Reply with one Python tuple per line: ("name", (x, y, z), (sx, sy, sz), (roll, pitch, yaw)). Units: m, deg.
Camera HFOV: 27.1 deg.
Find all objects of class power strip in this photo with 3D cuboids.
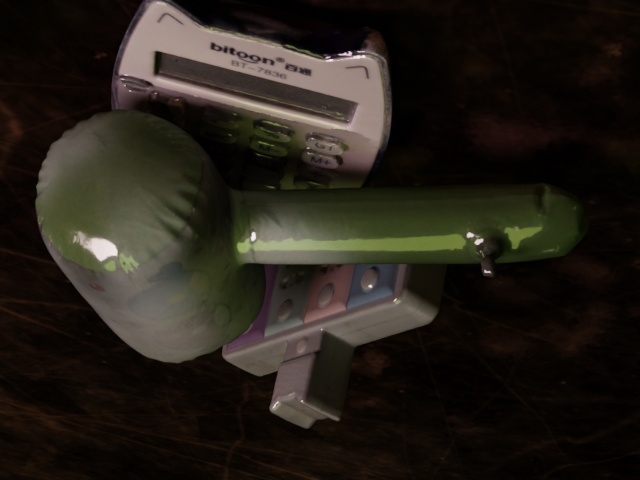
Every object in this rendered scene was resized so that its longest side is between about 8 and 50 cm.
("power strip", (0.007, 0.065, 0.975), (0.061, 0.145, 0.215), (30, 148, -28))

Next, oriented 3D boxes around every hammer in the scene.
("hammer", (0.000, 0.000, 0.843), (0.335, 0.119, 0.206), (-1, 157, 11))

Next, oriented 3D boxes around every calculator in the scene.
("calculator", (-0.046, -0.075, 0.851), (0.177, 0.040, 0.268), (15, 153, -4))
